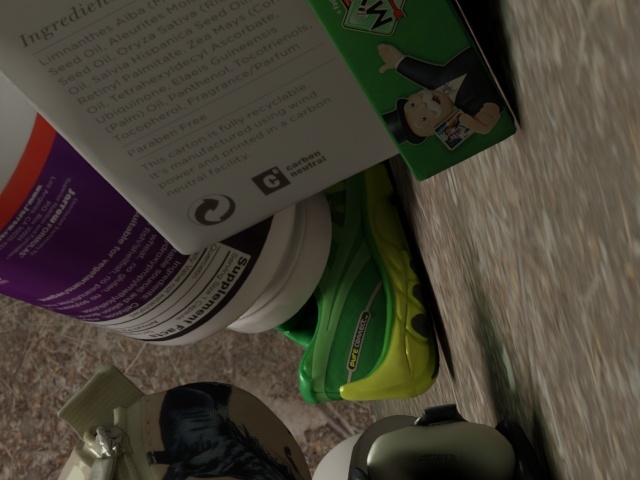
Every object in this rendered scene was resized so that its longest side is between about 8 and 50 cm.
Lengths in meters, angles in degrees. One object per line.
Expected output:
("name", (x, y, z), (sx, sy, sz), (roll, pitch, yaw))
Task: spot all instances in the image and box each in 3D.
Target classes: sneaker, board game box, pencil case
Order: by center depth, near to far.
("board game box", (-0.022, -0.193, 0.728), (0.213, 0.046, 0.317), (54, -169, -36))
("pencil case", (-0.029, 0.224, 0.868), (0.183, 0.160, 0.410), (38, -172, -30))
("sneaker", (0.062, 0.121, 0.905), (0.235, 0.094, 0.153), (-108, 5, -58))
("sneaker", (0.000, 0.000, 1.328), (0.295, 0.123, 0.109), (-106, 1, -48))

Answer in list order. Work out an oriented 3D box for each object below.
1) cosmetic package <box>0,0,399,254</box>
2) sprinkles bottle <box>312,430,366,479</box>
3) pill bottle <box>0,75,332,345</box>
("cosmetic package", (-0.126, -0.214, 0.889), (0.453, 0.161, 0.230), (48, -160, -50))
("sprinkles bottle", (0.080, 0.298, 1.394), (0.355, 0.121, 0.121), (-108, 3, -55))
("pill bottle", (-0.142, -0.039, 1.171), (0.323, 0.181, 0.181), (23, -139, -45))
